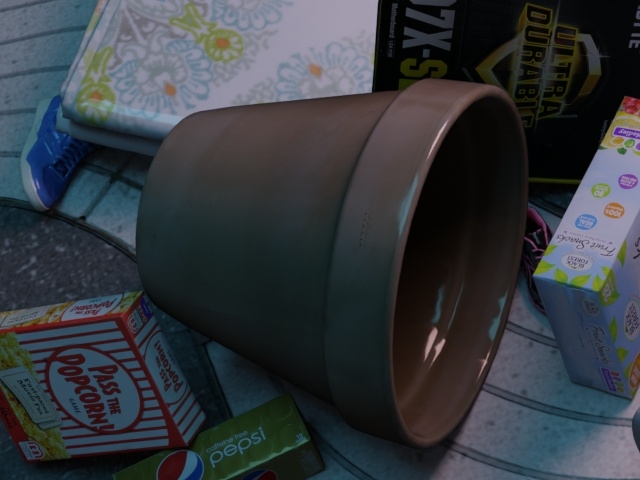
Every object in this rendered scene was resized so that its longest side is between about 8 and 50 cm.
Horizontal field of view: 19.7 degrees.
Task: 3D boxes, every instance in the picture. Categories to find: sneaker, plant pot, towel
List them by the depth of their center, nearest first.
[{"bbox_3d":[0.000,0.000,1.632,0.280,0.323,0.323,11,59,22],"label":"plant pot"},{"bbox_3d":[0.209,0.017,1.730,0.047,0.057,0.119,-21,53,0],"label":"sneaker"},{"bbox_3d":[-0.064,-0.212,1.939,0.374,0.090,0.320,11,62,11],"label":"towel"},{"bbox_3d":[-0.266,-0.101,1.964,0.085,0.058,0.152,-12,45,20],"label":"sneaker"}]

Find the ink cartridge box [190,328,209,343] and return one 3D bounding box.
[{"bbox_3d":[-0.085,0.015,1.819,0.150,0.063,0.109,-31,52,-6],"label":"ink cartridge box"}]

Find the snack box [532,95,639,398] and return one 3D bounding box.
[{"bbox_3d":[0.275,0.007,1.640,0.070,0.174,0.207,16,62,30],"label":"snack box"}]

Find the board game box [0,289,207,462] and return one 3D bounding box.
[{"bbox_3d":[-0.220,0.128,1.696,0.193,0.146,0.045,-10,27,31],"label":"board game box"}]

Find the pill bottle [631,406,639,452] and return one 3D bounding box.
[{"bbox_3d":[0.401,0.126,1.531,0.264,0.146,0.146,-36,53,-9],"label":"pill bottle"}]

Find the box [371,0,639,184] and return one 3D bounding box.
[{"bbox_3d":[0.178,-0.182,1.681,0.257,0.322,0.079,5,52,1],"label":"box"}]

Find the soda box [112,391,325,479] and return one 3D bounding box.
[{"bbox_3d":[-0.092,0.211,1.681,0.181,0.058,0.061,-25,51,-2],"label":"soda box"}]
